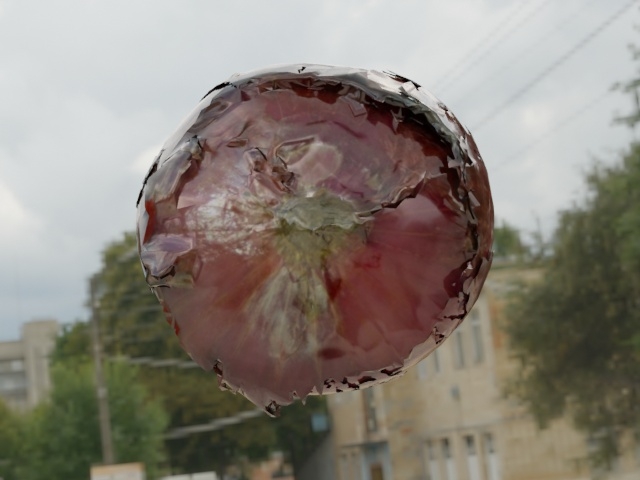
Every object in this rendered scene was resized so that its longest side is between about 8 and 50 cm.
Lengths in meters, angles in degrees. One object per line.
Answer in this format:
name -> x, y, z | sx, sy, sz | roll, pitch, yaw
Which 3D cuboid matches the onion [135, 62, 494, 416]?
onion -> 0.000, 0.000, 0.714 | 0.184, 0.184, 0.147 | -8, -18, 8
